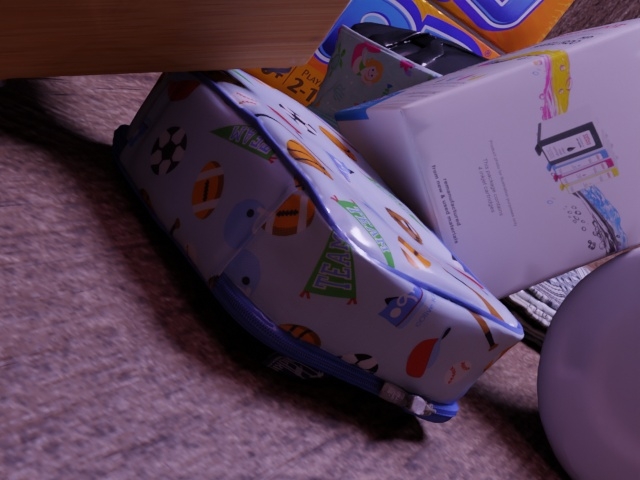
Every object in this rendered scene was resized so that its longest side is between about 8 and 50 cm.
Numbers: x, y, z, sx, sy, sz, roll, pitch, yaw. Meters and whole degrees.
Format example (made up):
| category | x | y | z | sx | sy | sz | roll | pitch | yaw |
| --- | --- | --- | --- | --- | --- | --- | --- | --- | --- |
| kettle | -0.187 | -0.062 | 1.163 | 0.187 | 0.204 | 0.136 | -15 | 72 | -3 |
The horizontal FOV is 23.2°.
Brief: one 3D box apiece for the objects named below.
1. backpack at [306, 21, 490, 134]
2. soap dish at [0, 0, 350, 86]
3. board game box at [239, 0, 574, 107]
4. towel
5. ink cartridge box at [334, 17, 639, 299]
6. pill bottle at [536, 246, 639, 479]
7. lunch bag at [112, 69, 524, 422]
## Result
| category | x | y | z | sx | sy | sz | roll | pitch | yaw |
| --- | --- | --- | --- | --- | --- | --- | --- | --- | --- |
| backpack | 0.107 | -0.102 | 1.478 | 0.225 | 0.191 | 0.253 | 32 | 7 | 33 |
| soap dish | -0.149 | -0.196 | 1.078 | 0.291 | 0.118 | 0.229 | -6 | 28 | -30 |
| board game box | 0.044 | -0.354 | 1.790 | 0.356 | 0.356 | 0.356 | 30 | 17 | -29 |
| towel | 0.243 | 0.051 | 1.654 | 0.312 | 0.056 | 0.324 | 34 | 16 | -20 |
| ink cartridge box | 0.163 | -0.065 | 1.269 | 0.171 | 0.233 | 0.168 | -171 | -118 | -73 |
| pill bottle | 0.357 | 0.129 | 1.350 | 0.224 | 0.224 | 0.392 | 46 | 16 | 25 |
| lunch bag | 0.000 | 0.000 | 1.100 | 0.243 | 0.115 | 0.303 | 29 | 17 | -43 |
